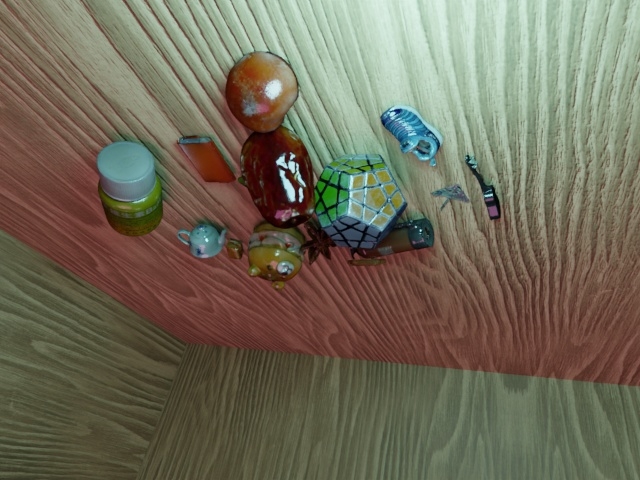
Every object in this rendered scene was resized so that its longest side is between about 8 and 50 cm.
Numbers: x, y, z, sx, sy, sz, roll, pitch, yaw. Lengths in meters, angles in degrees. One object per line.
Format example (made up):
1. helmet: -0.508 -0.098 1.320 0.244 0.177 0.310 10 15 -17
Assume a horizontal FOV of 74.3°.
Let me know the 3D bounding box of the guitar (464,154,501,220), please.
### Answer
1. guitar: 0.517 -0.172 1.333 0.038 0.083 0.271 -14 134 32

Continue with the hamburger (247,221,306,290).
1. hamburger: -0.201 0.074 1.858 0.277 0.236 0.276 9 151 5

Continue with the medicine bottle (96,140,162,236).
1. medicine bottle: -0.733 -0.191 1.636 0.225 0.224 0.384 18 149 -8

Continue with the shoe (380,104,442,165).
1. shoe: 0.256 -0.295 1.188 0.207 0.106 0.092 32 144 -19

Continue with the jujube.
1. jujube: -0.126 -0.198 1.300 0.223 0.317 0.223 -17 163 -5

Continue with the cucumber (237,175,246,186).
1. cucumber: -0.195 -0.185 1.602 0.250 0.055 0.056 26 147 -18

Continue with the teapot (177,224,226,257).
1. teapot: -0.536 -0.014 1.934 0.232 0.158 0.159 2 149 3

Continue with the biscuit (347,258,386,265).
1. biscuit: 0.187 0.092 1.784 0.163 0.035 0.250 -8 173 23

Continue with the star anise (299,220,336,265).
1. star anise: 0.006 0.001 1.774 0.196 0.111 0.212 -8 117 0

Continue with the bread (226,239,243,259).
1. bread: -0.420 0.047 2.073 0.074 0.053 0.132 15 150 6

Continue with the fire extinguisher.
1. fire extinguisher: 0.239 -0.021 1.664 0.376 0.113 0.200 -15 116 37

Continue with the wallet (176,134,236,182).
1. wallet: -0.404 -0.288 1.518 0.143 0.045 0.204 3 148 20

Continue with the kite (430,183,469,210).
1. kite: 0.445 -0.147 1.455 0.139 0.011 0.156 16 149 0

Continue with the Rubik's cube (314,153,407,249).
1. Rubik's cube: 0.123 -0.127 1.362 0.264 0.319 0.319 37 152 12

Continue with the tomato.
1. tomato: -0.178 -0.390 1.141 0.199 0.112 0.228 32 128 -4
